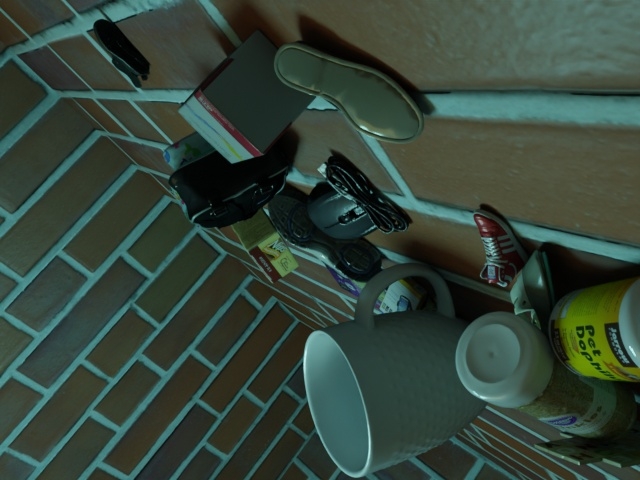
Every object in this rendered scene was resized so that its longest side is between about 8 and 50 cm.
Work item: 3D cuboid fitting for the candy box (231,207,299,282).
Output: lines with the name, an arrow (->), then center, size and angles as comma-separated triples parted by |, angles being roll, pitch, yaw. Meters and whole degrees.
candy box -> -0.184, -0.064, 1.410 | 0.316, 0.087, 0.183 | 53, 175, 31

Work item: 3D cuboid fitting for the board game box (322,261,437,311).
board game box -> 0.151, 0.127, 1.447 | 0.346, 0.056, 0.208 | 28, 167, 39

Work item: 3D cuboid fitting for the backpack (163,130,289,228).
backpack -> -0.182, -0.125, 1.133 | 0.191, 0.225, 0.253 | 60, 174, 8

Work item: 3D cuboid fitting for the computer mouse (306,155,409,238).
computer mouse -> 0.035, -0.056, 1.091 | 0.188, 0.072, 0.272 | 41, 167, -11

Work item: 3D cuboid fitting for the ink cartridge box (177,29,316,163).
ink cartridge box -> -0.117, -0.209, 0.873 | 0.127, 0.128, 0.176 | 44, 165, -19

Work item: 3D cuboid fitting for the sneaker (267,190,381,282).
sneaker -> 0.000, 0.000, 1.309 | 0.297, 0.111, 0.129 | 39, 172, 3

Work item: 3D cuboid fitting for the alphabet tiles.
alphabet tiles -> 0.491, 0.334, 0.949 | 0.237, 0.009, 0.198 | -4, 174, -13

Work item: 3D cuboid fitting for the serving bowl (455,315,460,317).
serving bowl -> 0.304, 0.188, 1.274 | 0.083, 0.027, 0.083 | 37, 167, 10

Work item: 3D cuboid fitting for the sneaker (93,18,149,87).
sneaker -> -0.434, -0.402, 1.245 | 0.089, 0.051, 0.170 | 16, 158, 48

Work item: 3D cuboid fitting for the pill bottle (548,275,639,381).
pill bottle -> 0.359, 0.100, 0.645 | 0.117, 0.117, 0.215 | 38, 167, 2

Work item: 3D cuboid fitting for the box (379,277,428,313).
box -> 0.181, 0.139, 1.275 | 0.081, 0.028, 0.136 | 43, 139, 27

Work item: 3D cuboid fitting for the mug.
mug -> 0.166, 0.228, 1.121 | 0.276, 0.328, 0.374 | 22, 119, 62

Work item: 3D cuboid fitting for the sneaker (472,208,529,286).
sneaker -> 0.238, 0.015, 0.795 | 0.118, 0.067, 0.042 | 44, 165, -22

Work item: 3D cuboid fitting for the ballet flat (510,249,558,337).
ballet flat -> 0.308, 0.089, 0.821 | 0.068, 0.072, 0.213 | -14, 141, 24

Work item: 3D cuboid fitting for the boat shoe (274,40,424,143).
boat shoe -> 0.043, -0.189, 0.712 | 0.206, 0.075, 0.065 | 31, -152, 12

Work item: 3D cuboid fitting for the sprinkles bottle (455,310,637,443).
sprinkles bottle -> 0.346, 0.213, 0.852 | 0.355, 0.121, 0.121 | 28, 176, -37
